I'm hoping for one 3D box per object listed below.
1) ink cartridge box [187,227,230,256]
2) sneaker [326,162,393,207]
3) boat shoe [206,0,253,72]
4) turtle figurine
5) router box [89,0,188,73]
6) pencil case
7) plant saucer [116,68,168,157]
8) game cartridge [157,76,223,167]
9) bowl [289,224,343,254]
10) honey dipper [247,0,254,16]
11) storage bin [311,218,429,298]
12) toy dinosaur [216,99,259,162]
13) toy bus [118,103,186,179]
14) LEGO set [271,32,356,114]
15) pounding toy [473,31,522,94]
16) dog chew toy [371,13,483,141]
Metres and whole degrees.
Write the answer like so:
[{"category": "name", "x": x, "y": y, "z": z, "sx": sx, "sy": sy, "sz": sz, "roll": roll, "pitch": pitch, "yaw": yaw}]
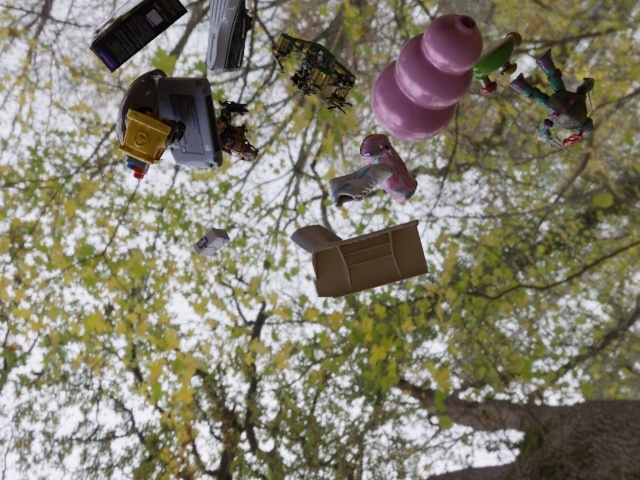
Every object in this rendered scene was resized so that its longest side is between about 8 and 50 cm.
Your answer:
[{"category": "ink cartridge box", "x": -0.246, "y": 0.009, "z": 1.378, "sx": 0.028, "sy": 0.083, "sz": 0.048, "roll": 58, "pitch": -160, "yaw": 21}, {"category": "sneaker", "x": 0.136, "y": -0.180, "z": 2.049, "sx": 0.087, "sy": 0.228, "sz": 0.092, "roll": 38, "pitch": -144, "yaw": -57}, {"category": "boat shoe", "x": -0.267, "y": -0.677, "z": 1.912, "sx": 0.119, "sy": 0.335, "sz": 0.121, "roll": -8, "pitch": -136, "yaw": -34}, {"category": "turtle figurine", "x": 0.554, "y": -0.311, "z": 1.426, "sx": 0.234, "sy": 0.175, "sz": 0.118, "roll": 45, "pitch": -166, "yaw": -5}, {"category": "router box", "x": -0.473, "y": -0.567, "z": 1.613, "sx": 0.081, "sy": 0.243, "sz": 0.309, "roll": 50, "pitch": -175, "yaw": -31}, {"category": "pencil case", "x": 0.252, "y": -0.265, "z": 2.286, "sx": 0.284, "sy": 0.124, "sz": 0.124, "roll": 49, "pitch": -159, "yaw": -39}, {"category": "plant saucer", "x": -0.580, "y": -0.412, "z": 2.033, "sx": 0.050, "sy": 0.311, "sz": 0.310, "roll": 19, "pitch": -143, "yaw": 7}, {"category": "game cartridge", "x": -0.431, "y": -0.386, "z": 2.042, "sx": 0.198, "sy": 0.297, "sz": 0.062, "roll": 11, "pitch": -148, "yaw": 28}, {"category": "bowl", "x": 0.000, "y": 0.000, "z": 1.760, "sx": 0.142, "sy": 0.053, "sz": 0.142, "roll": 32, "pitch": -162, "yaw": 22}, {"category": "honey dipper", "x": -0.192, "y": -0.659, "z": 1.675, "sx": 0.030, "sy": 0.161, "sz": 0.030, "roll": 1, "pitch": -111, "yaw": -4}, {"category": "storage bin", "x": 0.118, "y": 0.051, "z": 1.487, "sx": 0.262, "sy": 0.260, "sz": 0.123, "roll": 19, "pitch": -124, "yaw": -83}, {"category": "toy dinosaur", "x": -0.370, "y": -0.427, "z": 2.372, "sx": 0.322, "sy": 0.164, "sz": 0.218, "roll": 48, "pitch": -143, "yaw": -25}, {"category": "toy bus", "x": -0.527, "y": -0.294, "z": 1.927, "sx": 0.149, "sy": 0.211, "sz": 0.220, "roll": 22, "pitch": -171, "yaw": -3}, {"category": "LEGO set", "x": -0.041, "y": -0.573, "z": 2.234, "sx": 0.331, "sy": 0.192, "sz": 0.255, "roll": 44, "pitch": -148, "yaw": 22}, {"category": "pounding toy", "x": 0.512, "y": -0.509, "z": 1.832, "sx": 0.110, "sy": 0.183, "sz": 0.237, "roll": 55, "pitch": -142, "yaw": -11}, {"category": "dog chew toy", "x": 0.249, "y": -0.374, "z": 1.418, "sx": 0.206, "sy": 0.332, "sz": 0.207, "roll": 9, "pitch": -120, "yaw": -17}]
